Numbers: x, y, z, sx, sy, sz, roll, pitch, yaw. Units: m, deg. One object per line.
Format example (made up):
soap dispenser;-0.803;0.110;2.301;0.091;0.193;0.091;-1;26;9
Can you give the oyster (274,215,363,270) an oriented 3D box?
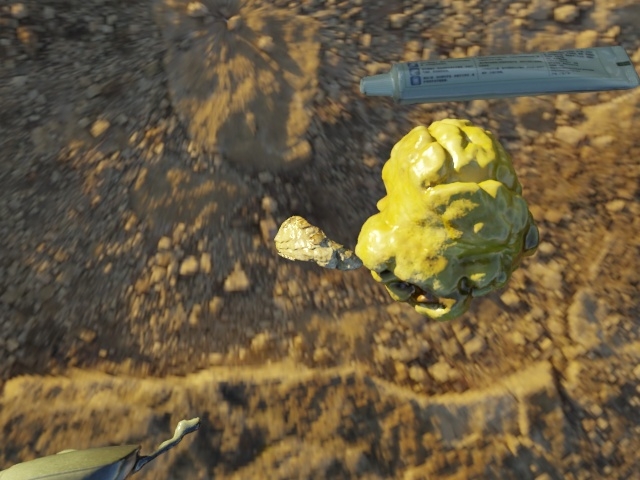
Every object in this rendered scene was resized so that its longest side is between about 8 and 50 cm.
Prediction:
oyster;0.000;0.000;1.281;0.083;0.080;0.038;9;98;0

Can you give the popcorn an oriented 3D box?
popcorn;0.131;-0.020;1.540;0.203;0.226;0.200;-29;86;-9

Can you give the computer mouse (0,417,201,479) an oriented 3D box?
computer mouse;-0.302;0.276;1.543;0.379;0.167;0.090;-29;85;-22

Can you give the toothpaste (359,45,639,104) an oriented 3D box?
toothpaste;0.125;-0.114;0.979;0.197;0.048;0.029;-5;134;-9
